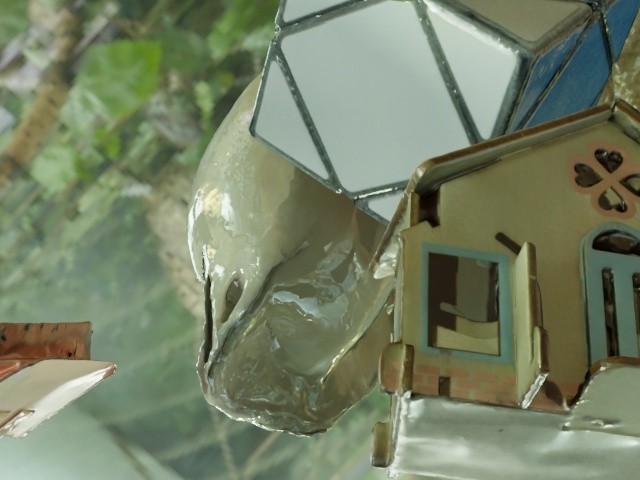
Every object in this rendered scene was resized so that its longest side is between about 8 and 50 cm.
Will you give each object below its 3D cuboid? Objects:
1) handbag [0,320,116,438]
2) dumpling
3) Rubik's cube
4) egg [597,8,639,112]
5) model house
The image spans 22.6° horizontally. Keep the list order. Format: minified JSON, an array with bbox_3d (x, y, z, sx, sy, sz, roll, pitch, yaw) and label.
[{"bbox_3d":[-0.306,0.142,1.566,0.059,0.157,0.212,55,-167,14],"label":"handbag"},{"bbox_3d":[0.000,-0.003,1.433,0.260,0.181,0.341,36,-145,-41],"label":"dumpling"},{"bbox_3d":[0.097,-0.144,1.216,0.207,0.205,0.205,35,-137,19],"label":"Rubik's cube"},{"bbox_3d":[0.352,-0.119,1.473,0.279,0.310,0.279,45,-174,-6],"label":"egg"},{"bbox_3d":[0.192,0.033,1.026,0.326,0.169,0.244,9,-129,-8],"label":"model house"}]
